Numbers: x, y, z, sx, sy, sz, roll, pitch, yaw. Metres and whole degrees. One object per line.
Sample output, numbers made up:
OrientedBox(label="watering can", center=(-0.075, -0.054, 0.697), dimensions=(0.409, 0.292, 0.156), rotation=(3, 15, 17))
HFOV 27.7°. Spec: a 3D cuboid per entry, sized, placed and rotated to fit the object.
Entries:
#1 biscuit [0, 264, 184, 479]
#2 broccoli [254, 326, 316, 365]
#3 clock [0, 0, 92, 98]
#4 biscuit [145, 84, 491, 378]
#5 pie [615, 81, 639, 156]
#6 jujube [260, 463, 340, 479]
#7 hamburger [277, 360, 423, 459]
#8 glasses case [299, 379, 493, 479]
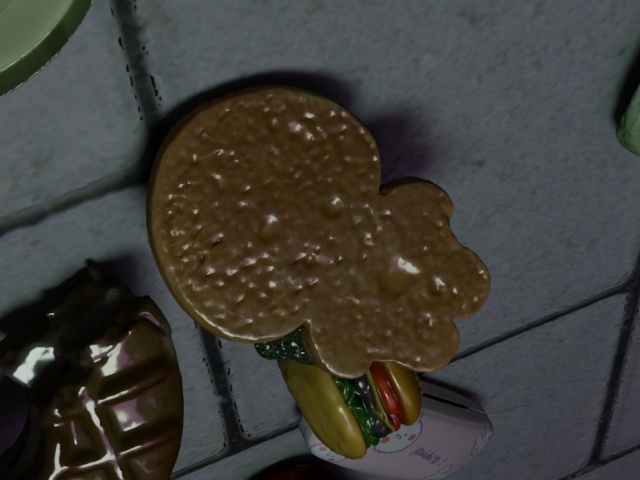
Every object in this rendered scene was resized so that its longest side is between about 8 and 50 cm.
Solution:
OrientedBox(label="biscuit", center=(-0.284, 0.188, 1.049), dimensions=(0.366, 0.115, 0.268), rotation=(-16, 112, -15))
OrientedBox(label="broccoli", center=(-0.001, 0.034, 1.100), dimensions=(0.145, 0.138, 0.162), rotation=(-20, 142, -10))
OrientedBox(label="clock", center=(-0.241, -0.160, 0.767), dimensions=(0.235, 0.029, 0.235), rotation=(-19, 146, -14))
OrientedBox(label="biscuit", center=(0.000, 0.000, 1.011), dimensions=(0.288, 0.044, 0.202), rotation=(26, 88, -21))
OrientedBox(label="pie", center=(0.370, -0.164, 1.180), dimensions=(0.240, 0.054, 0.240), rotation=(-21, 146, -15))
OrientedBox(label="jujube", center=(-0.005, 0.349, 1.519), dimensions=(0.155, 0.155, 0.230), rotation=(-27, 137, -2))
OrientedBox(label="hamburger", center=(0.027, 0.126, 1.229), dimensions=(0.115, 0.162, 0.162), rotation=(-27, 147, -5))
OrientedBox(label="glasses case", center=(0.091, 0.211, 1.460), dimensions=(0.113, 0.075, 0.297), rotation=(-44, 144, 19))
